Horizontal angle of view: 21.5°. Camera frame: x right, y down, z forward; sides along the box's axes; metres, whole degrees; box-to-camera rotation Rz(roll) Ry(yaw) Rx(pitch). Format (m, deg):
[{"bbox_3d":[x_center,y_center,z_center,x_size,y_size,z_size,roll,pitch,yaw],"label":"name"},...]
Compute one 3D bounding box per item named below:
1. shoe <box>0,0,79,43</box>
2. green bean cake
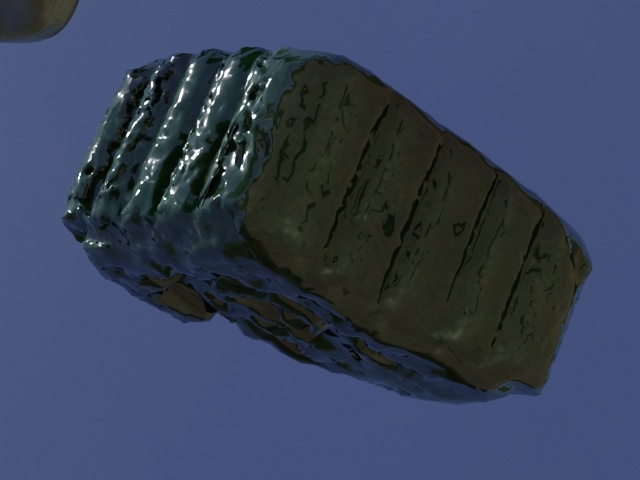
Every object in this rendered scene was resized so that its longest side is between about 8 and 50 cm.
[{"bbox_3d":[-0.234,-0.167,1.053,0.078,0.195,0.079,2,-86,-49],"label":"shoe"},{"bbox_3d":[0.000,0.000,1.239,0.308,0.300,0.169,32,-106,-29],"label":"green bean cake"}]
